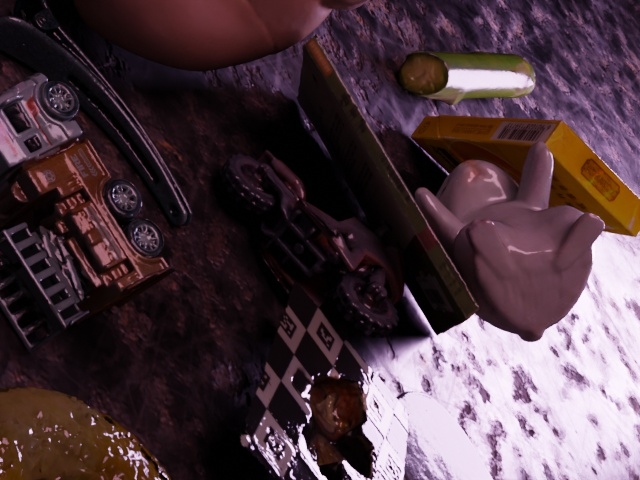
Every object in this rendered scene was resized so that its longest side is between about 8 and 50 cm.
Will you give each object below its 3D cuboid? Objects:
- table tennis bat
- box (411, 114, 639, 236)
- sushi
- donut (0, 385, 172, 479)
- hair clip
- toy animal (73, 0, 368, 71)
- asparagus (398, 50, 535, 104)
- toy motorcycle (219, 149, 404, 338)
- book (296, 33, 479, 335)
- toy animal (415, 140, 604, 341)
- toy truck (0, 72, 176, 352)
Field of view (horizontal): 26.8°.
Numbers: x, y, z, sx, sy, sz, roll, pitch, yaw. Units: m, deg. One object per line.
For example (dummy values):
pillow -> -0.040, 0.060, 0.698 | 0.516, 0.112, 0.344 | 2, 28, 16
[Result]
table tennis bat -> 0.136, 0.247, 1.221 | 0.247, 0.022, 0.138 | 57, 31, 4
box -> 0.220, -0.074, 1.441 | 0.152, 0.269, 0.043 | 42, 79, -24
sushi -> -0.002, 0.161, 1.096 | 0.193, 0.040, 0.210 | 50, 29, -23
donut -> -0.162, 0.202, 0.778 | 0.272, 0.107, 0.272 | 34, 39, -33
hair clip -> -0.177, -0.106, 1.104 | 0.229, 0.039, 0.070 | 48, 31, -15
toy animal -> -0.096, -0.228, 1.182 | 0.250, 0.154, 0.166 | -6, 22, -26
asparagus -> 0.189, -0.206, 1.672 | 0.277, 0.060, 0.067 | -13, 82, -56
toy motorcycle -> 0.000, 0.000, 1.210 | 0.212, 0.084, 0.118 | 47, 28, 10
book -> 0.056, -0.044, 1.272 | 0.289, 0.026, 0.201 | 61, -5, 5
toy animal -> 0.157, -0.024, 1.302 | 0.282, 0.140, 0.138 | -119, -162, -55
toy truck -> -0.201, -0.023, 0.960 | 0.115, 0.080, 0.178 | -32, 89, -49
